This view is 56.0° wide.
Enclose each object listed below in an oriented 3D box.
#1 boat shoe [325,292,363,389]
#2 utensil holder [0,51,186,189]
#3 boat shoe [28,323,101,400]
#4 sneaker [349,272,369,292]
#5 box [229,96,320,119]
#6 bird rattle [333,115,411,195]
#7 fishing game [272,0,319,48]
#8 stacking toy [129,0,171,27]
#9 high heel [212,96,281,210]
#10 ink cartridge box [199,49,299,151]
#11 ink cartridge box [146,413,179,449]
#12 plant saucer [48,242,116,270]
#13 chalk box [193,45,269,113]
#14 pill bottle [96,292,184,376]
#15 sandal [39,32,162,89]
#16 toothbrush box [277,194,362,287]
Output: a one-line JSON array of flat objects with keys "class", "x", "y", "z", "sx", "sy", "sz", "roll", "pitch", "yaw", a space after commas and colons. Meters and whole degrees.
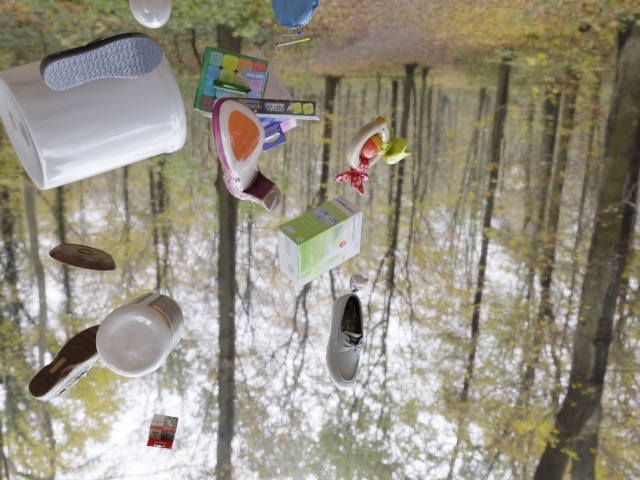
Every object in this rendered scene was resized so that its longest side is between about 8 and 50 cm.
[{"class": "boat shoe", "x": 0.062, "y": 0.231, "z": 1.421, "sx": 0.079, "sy": 0.228, "sz": 0.081, "roll": 10, "pitch": 154, "yaw": -18}, {"class": "utensil holder", "x": -0.603, "y": -0.337, "z": 1.591, "sx": 0.385, "sy": 0.328, "sz": 0.327, "roll": -27, "pitch": -152, "yaw": -32}, {"class": "boat shoe", "x": -0.675, "y": 0.337, "z": 1.660, "sx": 0.257, "sy": 0.095, "sz": 0.095, "roll": -40, "pitch": -115, "yaw": -17}, {"class": "sneaker", "x": 0.127, "y": 0.153, "z": 2.050, "sx": 0.061, "sy": 0.065, "sz": 0.158, "roll": 15, "pitch": -177, "yaw": 0}, {"class": "box", "x": -0.108, "y": -0.317, "z": 1.448, "sx": 0.206, "sy": 0.036, "sz": 0.114, "roll": 4, "pitch": -172, "yaw": 6}, {"class": "bird rattle", "x": 0.139, "y": -0.275, "z": 1.852, "sx": 0.253, "sy": 0.207, "sz": 0.143, "roll": -33, "pitch": -123, "yaw": -9}, {"class": "fishing game", "x": -0.054, "y": -0.641, "z": 1.563, "sx": 0.189, "sy": 0.264, "sz": 0.041, "roll": 1, "pitch": 179, "yaw": 44}, {"class": "stacking toy", "x": -0.539, "y": -0.848, "z": 1.759, "sx": 0.350, "sy": 0.480, "sz": 0.350, "roll": -15, "pitch": 169, "yaw": -3}, {"class": "high heel", "x": -0.214, "y": -0.209, "z": 1.396, "sx": 0.181, "sy": 0.377, "sz": 0.127, "roll": 31, "pitch": -113, "yaw": 26}, {"class": "ink cartridge box", "x": -0.262, "y": -0.513, "z": 2.295, "sx": 0.270, "sy": 0.151, "sz": 0.396, "roll": -27, "pitch": -122, "yaw": -8}, {"class": "ink cartridge box", "x": -0.372, "y": 0.450, "z": 1.422, "sx": 0.062, "sy": 0.029, "sz": 0.115, "roll": 11, "pitch": -173, "yaw": -9}, {"class": "plant saucer", "x": -0.605, "y": 0.040, "z": 1.545, "sx": 0.168, "sy": 0.029, "sz": 0.168, "roll": 17, "pitch": -175, "yaw": -2}, {"class": "chalk box", "x": -0.246, "y": -0.428, "z": 1.691, "sx": 0.180, "sy": 0.179, "sz": 0.289, "roll": 12, "pitch": -174, "yaw": -8}, {"class": "pill bottle", "x": -0.412, "y": 0.211, "z": 1.427, "sx": 0.162, "sy": 0.162, "sz": 0.278, "roll": 1, "pitch": -177, "yaw": -3}, {"class": "sandal", "x": -0.452, "y": -0.383, "z": 1.249, "sx": 0.254, "sy": 0.097, "sz": 0.054, "roll": -20, "pitch": -126, "yaw": -30}, {"class": "toothbrush box", "x": 0.000, "y": 0.000, "z": 2.099, "sx": 0.283, "sy": 0.206, "sz": 0.122, "roll": -29, "pitch": -129, "yaw": -29}]
